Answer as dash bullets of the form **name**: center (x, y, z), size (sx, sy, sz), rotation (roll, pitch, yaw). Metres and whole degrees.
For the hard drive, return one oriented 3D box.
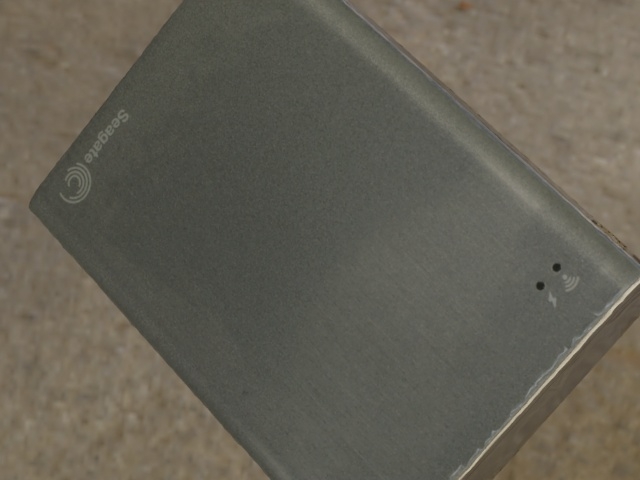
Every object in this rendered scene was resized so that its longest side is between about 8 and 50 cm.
- **hard drive**: center (0.000, 0.000, 0.381), size (0.135, 0.094, 0.022), rotation (45, 13, 25)
